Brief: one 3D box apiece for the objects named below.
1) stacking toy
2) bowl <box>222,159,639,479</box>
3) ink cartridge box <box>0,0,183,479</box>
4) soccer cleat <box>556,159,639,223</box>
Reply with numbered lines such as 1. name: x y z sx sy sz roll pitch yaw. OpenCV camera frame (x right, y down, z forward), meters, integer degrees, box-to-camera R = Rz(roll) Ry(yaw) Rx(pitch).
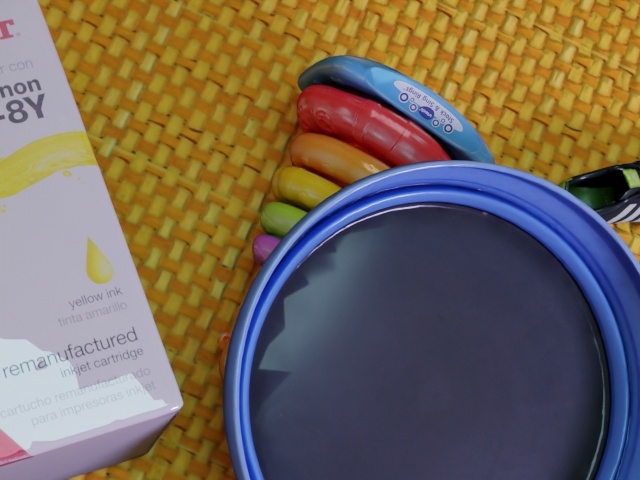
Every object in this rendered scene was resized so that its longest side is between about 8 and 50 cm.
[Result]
1. stacking toy: 0.000 0.000 1.667 0.175 0.166 0.302 34 80 -12
2. bowl: 0.104 0.130 1.578 0.391 0.077 0.391 1 87 -18
3. ink cartridge box: -0.311 0.015 1.551 0.279 0.160 0.385 -16 75 -20
4. soccer cleat: 0.292 -0.048 1.789 0.179 0.072 0.060 -14 75 -20
